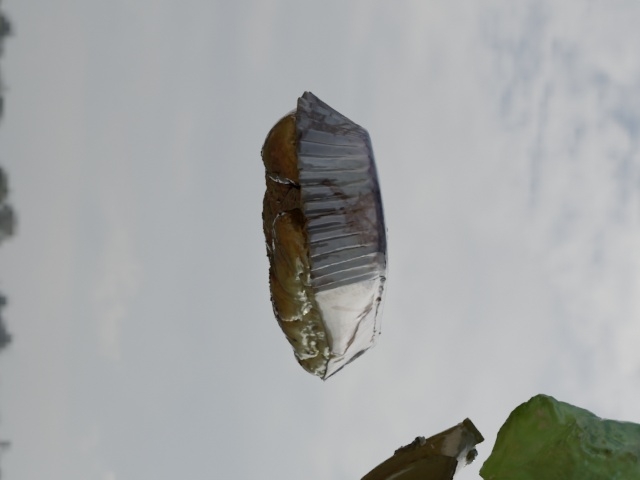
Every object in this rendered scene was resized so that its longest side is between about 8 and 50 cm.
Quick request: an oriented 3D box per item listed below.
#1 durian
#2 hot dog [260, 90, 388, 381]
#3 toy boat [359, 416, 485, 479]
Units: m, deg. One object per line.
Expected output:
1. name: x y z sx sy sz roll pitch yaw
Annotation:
1. durian: 0.219 0.186 1.076 0.101 0.250 0.139 -57 173 -30
2. hot dog: 0.000 0.000 1.080 0.268 0.075 0.144 84 -4 -68
3. toy boat: 0.054 0.180 1.243 0.047 0.149 0.049 50 11 -9
